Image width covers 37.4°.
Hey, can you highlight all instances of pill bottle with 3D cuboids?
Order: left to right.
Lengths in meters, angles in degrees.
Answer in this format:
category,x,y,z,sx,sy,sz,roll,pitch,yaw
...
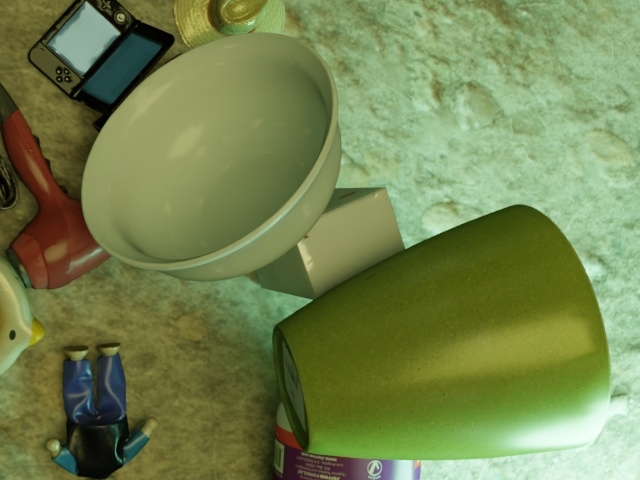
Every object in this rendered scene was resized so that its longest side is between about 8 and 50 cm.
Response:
category,x,y,z,sx,sy,sz,roll,pitch,yaw
pill bottle,0.028,0.353,1.159,0.182,0.181,0.322,2,92,-25

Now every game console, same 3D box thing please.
category,x,y,z,sx,sy,sz,roll,pitch,yaw
game console,-0.246,-0.217,1.060,0.107,0.071,0.122,43,75,-21

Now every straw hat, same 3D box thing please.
category,x,y,z,sx,sy,sz,roll,pitch,yaw
straw hat,-0.097,-0.277,1.132,0.145,0.061,0.144,-1,93,-24

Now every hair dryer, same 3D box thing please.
category,x,y,z,sx,sy,sz,roll,pitch,yaw
hair dryer,-0.304,-0.058,1.037,0.294,0.080,0.223,14,86,-25

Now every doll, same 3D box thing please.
category,x,y,z,sx,sy,sz,roll,pitch,yaw
doll,-0.253,0.216,1.095,0.129,0.046,0.188,-3,94,-24

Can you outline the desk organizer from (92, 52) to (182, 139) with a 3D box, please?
category,x,y,z,sx,sy,sz,roll,pitch,yaw
desk organizer,-0.198,-0.157,1.100,0.130,0.047,0.050,-44,107,-17

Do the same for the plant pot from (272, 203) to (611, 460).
category,x,y,z,sx,sy,sz,roll,pitch,yaw
plant pot,0.106,0.122,1.014,0.294,0.275,0.274,-11,98,-13

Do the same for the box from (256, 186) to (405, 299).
category,x,y,z,sx,sy,sz,roll,pitch,yaw
box,0.000,0.000,1.132,0.130,0.170,0.091,-23,102,-22

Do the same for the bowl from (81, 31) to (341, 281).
category,x,y,z,sx,sy,sz,roll,pitch,yaw
bowl,-0.094,-0.067,1.005,0.298,0.298,0.134,-52,141,-14

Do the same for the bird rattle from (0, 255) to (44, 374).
category,x,y,z,sx,sy,sz,roll,pitch,yaw
bird rattle,-0.407,0.082,0.971,0.207,0.143,0.253,-33,95,-6
